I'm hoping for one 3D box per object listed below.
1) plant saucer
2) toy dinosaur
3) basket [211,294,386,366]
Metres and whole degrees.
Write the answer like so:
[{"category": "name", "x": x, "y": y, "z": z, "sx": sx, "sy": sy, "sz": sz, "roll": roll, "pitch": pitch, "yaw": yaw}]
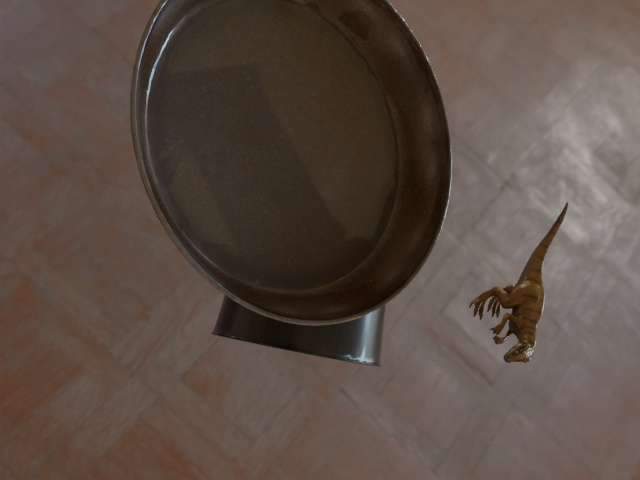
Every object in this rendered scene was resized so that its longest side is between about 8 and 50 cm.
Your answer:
[{"category": "plant saucer", "x": -0.024, "y": -0.084, "z": 0.961, "sx": 0.311, "sy": 0.050, "sz": 0.310, "roll": 7, "pitch": 78, "yaw": -36}, {"category": "toy dinosaur", "x": 0.250, "y": 0.065, "z": 1.445, "sx": 0.064, "sy": 0.112, "sz": 0.211, "roll": 39, "pitch": 55, "yaw": -39}, {"category": "basket", "x": 0.000, "y": 0.000, "z": 1.184, "sx": 0.204, "sy": 0.154, "sz": 0.226, "roll": 19, "pitch": 81, "yaw": -56}]
